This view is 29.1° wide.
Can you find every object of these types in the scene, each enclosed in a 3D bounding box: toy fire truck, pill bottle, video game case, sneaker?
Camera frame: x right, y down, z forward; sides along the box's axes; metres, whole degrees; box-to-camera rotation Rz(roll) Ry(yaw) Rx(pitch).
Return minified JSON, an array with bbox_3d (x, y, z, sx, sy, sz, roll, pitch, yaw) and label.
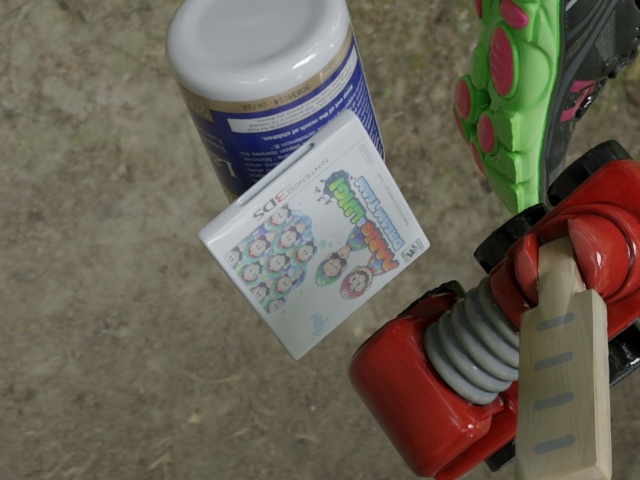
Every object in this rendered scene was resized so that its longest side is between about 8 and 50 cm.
[{"bbox_3d":[0.108,0.066,0.678,0.158,0.217,0.246,55,27,16],"label":"toy fire truck"},{"bbox_3d":[-0.026,-0.098,1.076,0.265,0.153,0.153,70,34,-49],"label":"pill bottle"},{"bbox_3d":[0.000,0.000,0.923,0.143,0.019,0.157,-40,134,-7],"label":"video game case"},{"bbox_3d":[0.254,-0.185,1.254,0.202,0.483,0.185,-17,58,-10],"label":"sneaker"}]
